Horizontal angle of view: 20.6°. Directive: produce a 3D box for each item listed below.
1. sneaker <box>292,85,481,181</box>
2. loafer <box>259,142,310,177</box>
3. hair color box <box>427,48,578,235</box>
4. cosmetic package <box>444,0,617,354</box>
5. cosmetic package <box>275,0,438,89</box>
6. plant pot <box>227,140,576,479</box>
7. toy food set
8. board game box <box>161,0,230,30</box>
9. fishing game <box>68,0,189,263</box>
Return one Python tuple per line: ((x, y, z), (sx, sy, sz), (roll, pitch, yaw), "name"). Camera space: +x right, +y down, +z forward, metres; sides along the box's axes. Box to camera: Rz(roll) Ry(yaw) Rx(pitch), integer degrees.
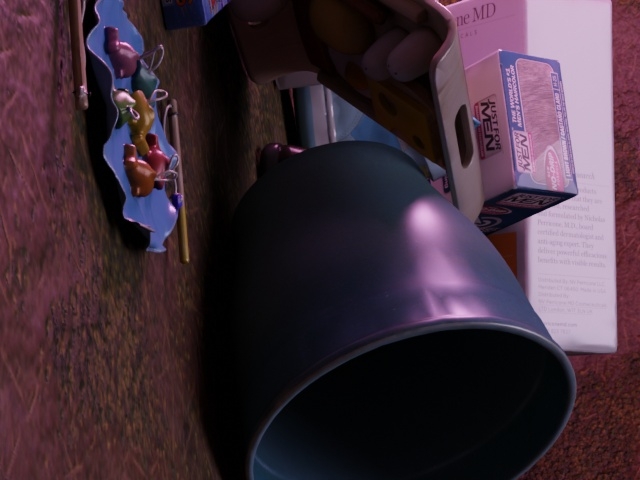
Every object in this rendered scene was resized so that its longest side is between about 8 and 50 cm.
((0.090, -0.053, 2.002), (0.127, 0.208, 0.319), (-117, -163, -76), "sneaker")
((-0.011, 0.007, 1.722), (0.080, 0.078, 0.220), (36, 46, -79), "loafer")
((0.152, -0.086, 2.140), (0.347, 0.105, 0.174), (-26, -116, 51), "hair color box")
((0.244, -0.078, 2.244), (0.230, 0.161, 0.453), (-10, -103, 54), "cosmetic package")
((0.034, -0.270, 1.926), (0.151, 0.184, 0.151), (-82, 163, -64), "cosmetic package")
((0.042, 0.063, 1.462), (0.271, 0.272, 0.255), (73, -2, -50), "plant pot")
((0.021, -0.154, 1.579), (0.306, 0.092, 0.219), (39, -21, 35), "toy food set")
((-0.114, -0.280, 1.418), (0.136, 0.035, 0.201), (-69, 150, -74), "board game box")
((-0.119, -0.084, 1.188), (0.264, 0.041, 0.189), (67, 14, -62), "fishing game")
